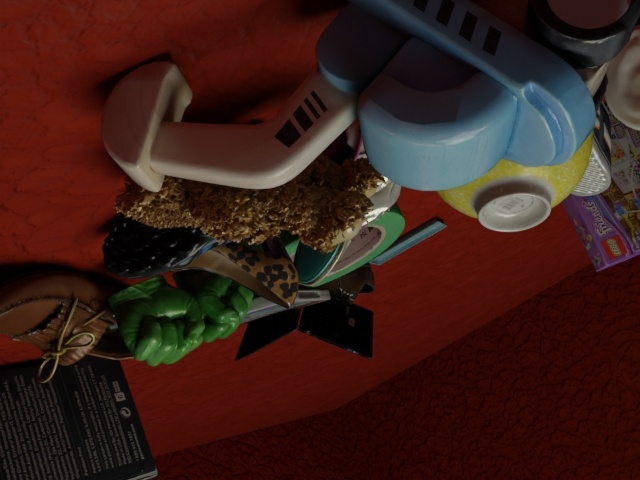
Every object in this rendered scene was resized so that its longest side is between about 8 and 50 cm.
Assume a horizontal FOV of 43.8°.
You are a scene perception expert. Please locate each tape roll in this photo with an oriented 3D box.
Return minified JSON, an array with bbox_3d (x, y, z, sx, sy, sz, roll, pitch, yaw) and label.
[{"bbox_3d":[0.000,0.000,1.507,0.321,0.077,0.321,-21,162,-7],"label":"tape roll"}]

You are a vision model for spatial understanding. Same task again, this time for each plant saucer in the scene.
[{"bbox_3d":[0.199,0.002,1.844,0.192,0.018,0.067,-30,160,20],"label":"plant saucer"}]

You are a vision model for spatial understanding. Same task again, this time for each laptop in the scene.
[{"bbox_3d":[-0.028,0.210,1.779,0.234,0.264,0.137,-78,-169,-69],"label":"laptop"}]

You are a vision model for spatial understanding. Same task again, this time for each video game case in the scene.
[{"bbox_3d":[-0.114,0.137,1.612,0.204,0.025,0.285,-17,171,16],"label":"video game case"}]

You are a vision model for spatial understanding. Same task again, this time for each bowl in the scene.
[{"bbox_3d":[0.306,-0.108,1.300,0.289,0.156,0.289,0,150,0],"label":"bowl"}]

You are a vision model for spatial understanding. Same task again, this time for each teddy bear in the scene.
[{"bbox_3d":[-0.086,-0.074,0.998,0.245,0.338,0.113,-48,145,-41],"label":"teddy bear"}]

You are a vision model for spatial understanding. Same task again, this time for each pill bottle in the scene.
[{"bbox_3d":[0.649,-0.288,1.358,0.318,0.176,0.176,-12,158,-31],"label":"pill bottle"}]

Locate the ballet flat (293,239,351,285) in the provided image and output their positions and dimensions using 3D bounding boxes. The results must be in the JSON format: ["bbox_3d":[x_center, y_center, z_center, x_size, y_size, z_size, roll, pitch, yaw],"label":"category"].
[{"bbox_3d":[0.032,-0.036,1.303,0.086,0.086,0.248,-1,120,-49],"label":"ballet flat"}]

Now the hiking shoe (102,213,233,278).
[{"bbox_3d":[-0.173,-0.017,1.191,0.304,0.113,0.132,-25,161,2],"label":"hiking shoe"}]

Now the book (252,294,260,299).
[{"bbox_3d":[-0.177,0.144,1.750,0.096,0.035,0.144,-33,160,21],"label":"book"}]

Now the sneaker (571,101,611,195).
[{"bbox_3d":[0.430,-0.218,1.393,0.126,0.127,0.321,-7,144,27],"label":"sneaker"}]

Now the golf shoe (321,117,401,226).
[{"bbox_3d":[0.110,-0.154,1.170,0.306,0.115,0.140,-43,119,-1],"label":"golf shoe"}]

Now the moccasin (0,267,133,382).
[{"bbox_3d":[-0.405,0.141,1.284,0.139,0.147,0.380,-27,161,8],"label":"moccasin"}]

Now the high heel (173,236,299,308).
[{"bbox_3d":[-0.171,0.057,1.278,0.261,0.186,0.093,-20,161,-12],"label":"high heel"}]

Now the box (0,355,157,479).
[{"bbox_3d":[-0.679,0.478,1.631,0.471,0.297,0.480,-6,155,-46],"label":"box"}]

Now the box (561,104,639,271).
[{"bbox_3d":[0.566,-0.111,1.549,0.200,0.293,0.057,-20,167,-9],"label":"box"}]

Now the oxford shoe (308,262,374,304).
[{"bbox_3d":[0.044,0.097,1.793,0.227,0.096,0.083,-5,155,-41],"label":"oxford shoe"}]

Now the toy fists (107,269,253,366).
[{"bbox_3d":[-0.224,0.118,1.360,0.096,0.142,0.279,-28,177,36],"label":"toy fists"}]

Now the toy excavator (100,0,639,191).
[{"bbox_3d":[0.045,-0.157,0.856,0.445,0.433,0.222,-50,164,-10],"label":"toy excavator"}]
